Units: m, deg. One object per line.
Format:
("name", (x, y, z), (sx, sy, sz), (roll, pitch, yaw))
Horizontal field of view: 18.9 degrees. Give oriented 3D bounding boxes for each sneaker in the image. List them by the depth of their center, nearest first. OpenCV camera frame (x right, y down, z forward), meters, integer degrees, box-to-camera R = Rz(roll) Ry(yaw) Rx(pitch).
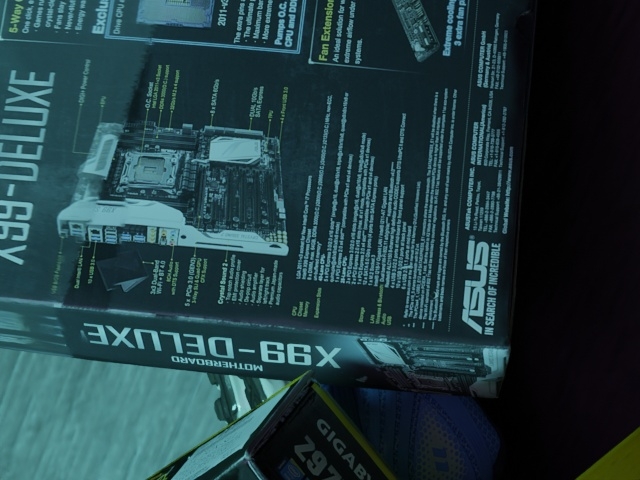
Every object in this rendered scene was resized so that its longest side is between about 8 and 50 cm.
("sneaker", (0.000, 0.000, 0.966), (0.147, 0.130, 0.330), (-13, 69, -19))

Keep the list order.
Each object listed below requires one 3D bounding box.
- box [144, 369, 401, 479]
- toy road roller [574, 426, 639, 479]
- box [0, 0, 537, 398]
("box", (0.000, 0.251, 0.870), (0.257, 0.079, 0.322), (-37, 95, 34))
("toy road roller", (0.207, 0.100, 0.696), (0.202, 0.329, 0.240), (39, 151, 30))
("box", (-0.024, -0.093, 0.877), (0.243, 0.076, 0.307), (5, 70, 3))
